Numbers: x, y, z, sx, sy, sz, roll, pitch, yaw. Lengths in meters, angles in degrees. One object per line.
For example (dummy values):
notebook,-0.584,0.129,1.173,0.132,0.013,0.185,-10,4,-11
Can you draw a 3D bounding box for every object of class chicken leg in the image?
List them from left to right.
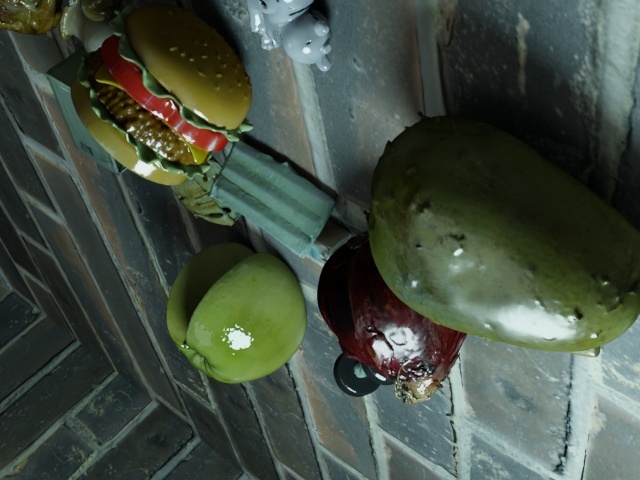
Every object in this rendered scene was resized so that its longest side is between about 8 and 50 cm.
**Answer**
chicken leg,-0.354,-0.431,1.548,0.069,0.085,0.198,16,165,-36

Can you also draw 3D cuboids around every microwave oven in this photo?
microwave oven,-0.427,-0.263,1.824,0.163,0.129,0.205,31,150,26

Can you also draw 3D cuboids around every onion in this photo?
onion,0.104,0.092,1.415,0.281,0.221,0.281,31,132,42

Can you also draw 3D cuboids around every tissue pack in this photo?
tissue pack,0.000,0.000,1.602,0.094,0.074,0.059,31,147,26

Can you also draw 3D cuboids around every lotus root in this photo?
lotus root,-0.225,-0.098,1.816,0.143,0.070,0.144,51,150,-21

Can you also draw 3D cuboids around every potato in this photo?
potato,0.218,0.009,1.120,0.359,0.219,0.270,35,144,20

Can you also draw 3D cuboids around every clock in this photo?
clock,-0.034,-0.311,1.212,0.117,0.080,0.176,33,151,29

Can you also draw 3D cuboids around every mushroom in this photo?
mushroom,-0.397,-0.373,1.671,0.212,0.088,0.097,42,145,25

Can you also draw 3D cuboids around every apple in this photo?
apple,-0.173,0.148,1.870,0.292,0.254,0.292,36,156,18

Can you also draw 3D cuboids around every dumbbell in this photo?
dumbbell,0.099,0.238,1.754,0.100,0.100,0.191,47,153,0

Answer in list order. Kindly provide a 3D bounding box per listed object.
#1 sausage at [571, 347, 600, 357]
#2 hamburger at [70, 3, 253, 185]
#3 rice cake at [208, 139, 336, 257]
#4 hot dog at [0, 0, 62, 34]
sausage,0.347,0.149,1.337,0.132,0.024,0.024,8,134,51
hamburger,-0.231,-0.241,1.424,0.212,0.274,0.274,-42,90,24
rice cake,-0.085,-0.078,1.585,0.237,0.127,0.043,32,-177,25
hot dog,-0.581,-0.468,1.745,0.175,0.114,0.259,11,166,-21
